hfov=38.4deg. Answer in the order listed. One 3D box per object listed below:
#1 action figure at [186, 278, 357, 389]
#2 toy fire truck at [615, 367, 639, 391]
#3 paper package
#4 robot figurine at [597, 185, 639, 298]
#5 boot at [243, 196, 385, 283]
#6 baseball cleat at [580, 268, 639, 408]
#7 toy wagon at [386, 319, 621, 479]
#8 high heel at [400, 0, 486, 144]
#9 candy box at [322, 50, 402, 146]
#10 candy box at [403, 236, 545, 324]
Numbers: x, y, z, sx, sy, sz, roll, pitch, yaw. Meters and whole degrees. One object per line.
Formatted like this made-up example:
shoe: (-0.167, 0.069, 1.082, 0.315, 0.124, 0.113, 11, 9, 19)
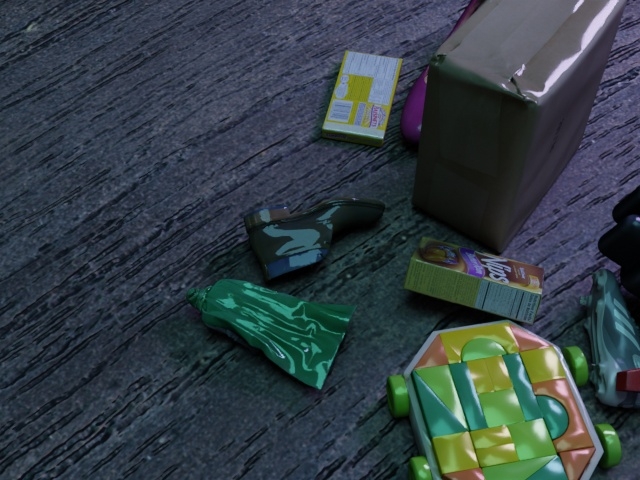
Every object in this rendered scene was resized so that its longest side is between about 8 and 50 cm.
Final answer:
action figure: (-0.081, 0.112, 1.279, 0.232, 0.063, 0.137, 20, 56, 10)
toy fire truck: (0.478, 0.230, 1.168, 0.191, 0.047, 0.135, 2, 79, 1)
paper package: (0.290, -0.201, 1.366, 0.168, 0.325, 0.309, 30, 57, 22)
robot figurine: (0.526, 0.036, 1.259, 0.278, 0.209, 0.173, 31, 15, 1)
boot: (0.000, 0.000, 1.380, 0.219, 0.082, 0.106, -8, 74, -13)
baseball cleat: (0.421, 0.138, 1.272, 0.109, 0.072, 0.206, 9, 61, -2)
toy wagon: (0.241, 0.260, 1.163, 0.267, 0.068, 0.345, -8, 52, -7)
high heel: (0.243, -0.326, 1.556, 0.127, 0.181, 0.377, 23, 55, 17)
candy box: (0.074, -0.249, 1.591, 0.105, 0.027, 0.206, 12, 52, 5)
candy box: (0.221, 0.054, 1.309, 0.186, 0.053, 0.109, 16, 21, 10)
